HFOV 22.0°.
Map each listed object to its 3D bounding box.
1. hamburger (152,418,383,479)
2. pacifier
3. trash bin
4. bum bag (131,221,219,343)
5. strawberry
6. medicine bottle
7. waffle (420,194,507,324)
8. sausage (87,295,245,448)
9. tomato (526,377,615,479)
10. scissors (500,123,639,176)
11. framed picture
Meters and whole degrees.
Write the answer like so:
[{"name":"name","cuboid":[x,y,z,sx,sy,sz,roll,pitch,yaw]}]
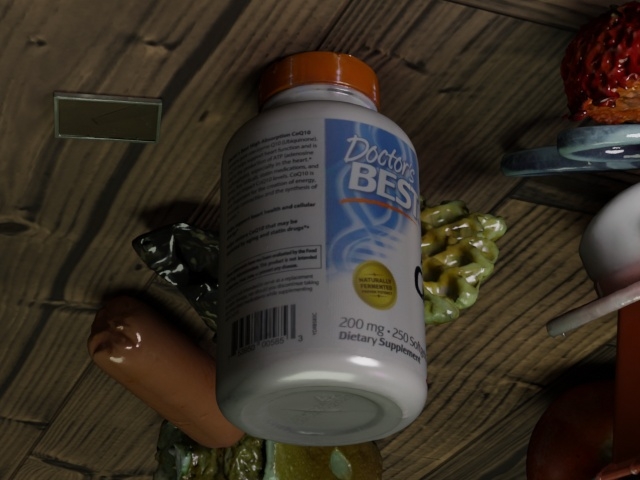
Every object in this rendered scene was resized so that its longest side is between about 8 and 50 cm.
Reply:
[{"name":"hamburger","cuboid":[-0.065,0.300,1.960,0.168,0.192,0.288,-12,151,41]},{"name":"pacifier","cuboid":[0.314,0.045,1.394,0.220,0.273,0.332,11,-179,12]},{"name":"trash bin","cuboid":[0.357,0.147,1.597,0.184,0.238,0.161,16,151,-32]},{"name":"bum bag","cuboid":[-0.094,0.048,1.590,0.102,0.069,0.248,-9,153,14]},{"name":"strawberry","cuboid":[0.244,-0.131,1.212,0.145,0.086,0.145,-2,179,0]},{"name":"medicine bottle","cuboid":[0.000,0.000,1.263,0.157,0.288,0.157,0,153,0]},{"name":"waffle","cuboid":[0.043,0.022,1.417,0.223,0.204,0.054,0,120,18]},{"name":"sausage","cuboid":[-0.155,0.145,1.757,0.086,0.086,0.289,-12,149,21]},{"name":"tomato","cuboid":[0.332,0.260,1.843,0.208,0.208,0.184,-5,155,10]},{"name":"scissors","cuboid":[0.351,-0.076,1.334,0.383,0.029,0.256,-3,177,-9]},{"name":"framed picture","cuboid":[-0.177,-0.102,1.374,0.089,0.006,0.066,3,152,-6]}]
